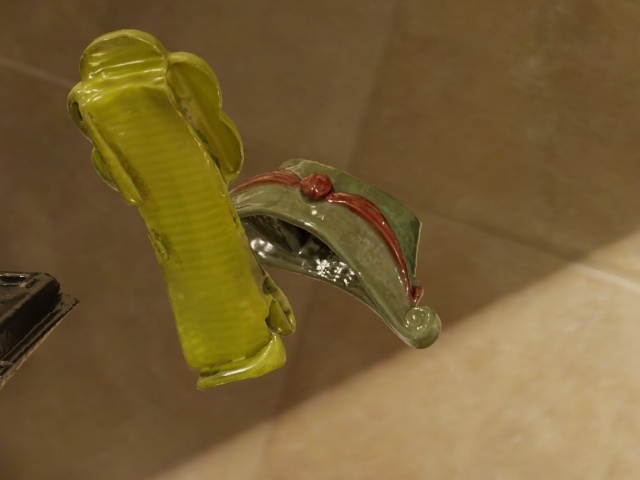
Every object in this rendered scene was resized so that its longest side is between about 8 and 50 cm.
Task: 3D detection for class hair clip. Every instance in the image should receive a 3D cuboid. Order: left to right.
[{"bbox_3d":[-0.058,-0.018,0.785,0.072,0.046,0.173,-16,115,16],"label":"hair clip"}]

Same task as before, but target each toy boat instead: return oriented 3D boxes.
[{"bbox_3d":[0.001,-0.001,1.025,0.185,0.089,0.071,24,71,27],"label":"toy boat"}]

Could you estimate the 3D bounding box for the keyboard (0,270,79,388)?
[{"bbox_3d":[-0.157,0.048,0.634,0.093,0.230,0.025,4,104,7],"label":"keyboard"}]
